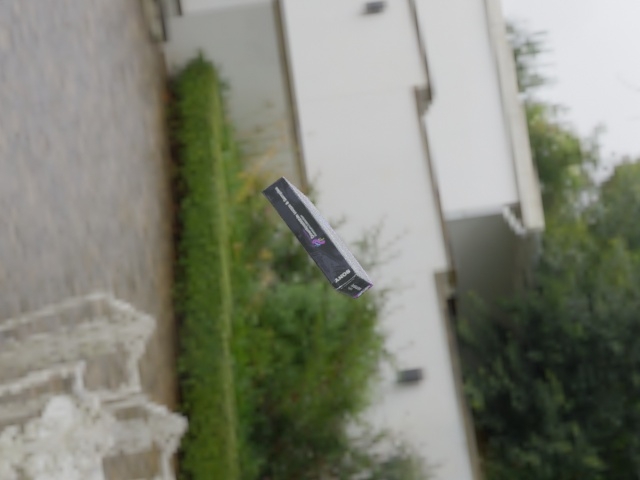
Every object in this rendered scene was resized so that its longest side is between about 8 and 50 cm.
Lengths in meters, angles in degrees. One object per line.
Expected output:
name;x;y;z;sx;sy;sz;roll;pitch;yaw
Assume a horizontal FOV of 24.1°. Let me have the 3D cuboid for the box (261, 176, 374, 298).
box;0.000;0.000;1.426;0.116;0.029;0.162;53;4;8
